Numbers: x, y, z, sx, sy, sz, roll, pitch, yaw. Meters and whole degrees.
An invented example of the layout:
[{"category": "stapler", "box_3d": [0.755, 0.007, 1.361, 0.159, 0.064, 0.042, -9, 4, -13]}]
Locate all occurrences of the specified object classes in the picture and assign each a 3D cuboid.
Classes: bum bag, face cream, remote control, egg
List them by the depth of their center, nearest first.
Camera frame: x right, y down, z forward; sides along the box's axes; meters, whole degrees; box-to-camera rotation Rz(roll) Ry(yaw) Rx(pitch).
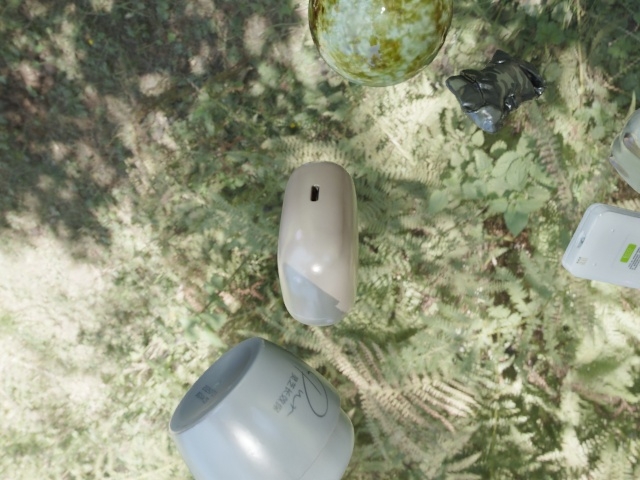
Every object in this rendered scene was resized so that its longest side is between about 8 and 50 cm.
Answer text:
[{"category": "face cream", "box_3d": [-0.041, 0.137, 0.431, 0.117, 0.117, 0.104, -30, 107, 38]}, {"category": "remote control", "box_3d": [0.454, 0.020, 0.804, 0.250, 0.034, 0.103, 10, 115, -15]}, {"category": "egg", "box_3d": [0.099, -0.396, 0.986, 0.238, 0.290, 0.238, 3, 155, 1]}, {"category": "bum bag", "box_3d": [0.365, -0.316, 1.233, 0.144, 0.340, 0.095, 43, 136, 10]}]

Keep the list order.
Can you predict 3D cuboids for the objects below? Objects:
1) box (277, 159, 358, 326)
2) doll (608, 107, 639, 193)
[{"category": "box", "box_3d": [0.000, 0.000, 0.686, 0.088, 0.200, 0.146, 0, 136, 5]}, {"category": "doll", "box_3d": [0.674, -0.218, 1.040, 0.226, 0.370, 0.215, 34, 176, 29]}]
